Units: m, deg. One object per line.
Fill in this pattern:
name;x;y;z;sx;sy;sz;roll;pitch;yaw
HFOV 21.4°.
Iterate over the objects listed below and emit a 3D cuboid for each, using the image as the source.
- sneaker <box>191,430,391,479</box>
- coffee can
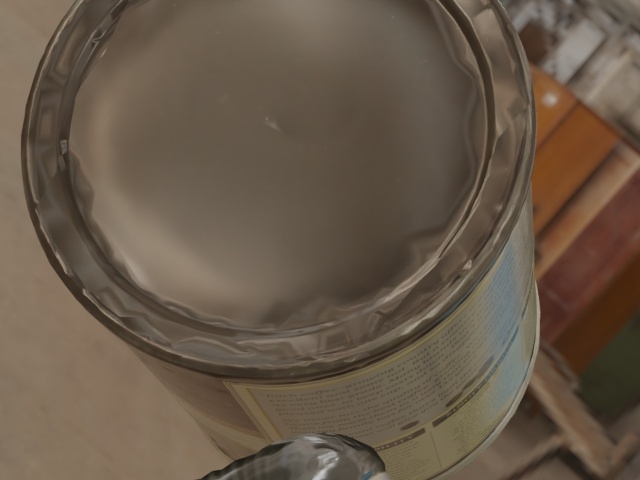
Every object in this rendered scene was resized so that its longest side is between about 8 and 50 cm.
sneaker;-0.017;0.237;0.470;0.257;0.169;0.447;60;-24;22
coffee can;0.000;0.000;0.778;0.201;0.201;0.275;44;-8;19
